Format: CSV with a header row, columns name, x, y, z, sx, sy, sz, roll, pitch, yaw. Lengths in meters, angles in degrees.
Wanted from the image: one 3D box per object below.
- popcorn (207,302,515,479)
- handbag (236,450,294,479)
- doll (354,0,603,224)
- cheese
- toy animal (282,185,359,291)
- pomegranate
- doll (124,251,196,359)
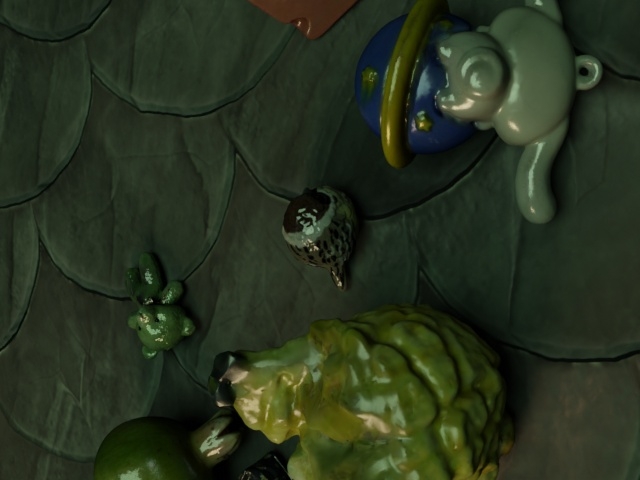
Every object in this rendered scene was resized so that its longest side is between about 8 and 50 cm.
name,x,y,z,sx,sy,sz,roll,pitch,yaw
popcorn,0.073,0.204,0.929,0.293,0.237,0.292,1,92,29
handbag,-0.056,0.369,1.135,0.139,0.072,0.115,34,113,12
doll,0.162,-0.198,0.883,0.243,0.160,0.310,23,103,31
cheese,-0.052,-0.385,1.042,0.128,0.203,0.177,-39,42,33
toy animal,0.000,0.000,1.043,0.098,0.098,0.137,-8,90,33
pomegranate,-0.213,0.315,1.160,0.179,0.179,0.210,51,117,19
doll,-0.251,0.094,1.233,0.115,0.077,0.150,-38,62,19
